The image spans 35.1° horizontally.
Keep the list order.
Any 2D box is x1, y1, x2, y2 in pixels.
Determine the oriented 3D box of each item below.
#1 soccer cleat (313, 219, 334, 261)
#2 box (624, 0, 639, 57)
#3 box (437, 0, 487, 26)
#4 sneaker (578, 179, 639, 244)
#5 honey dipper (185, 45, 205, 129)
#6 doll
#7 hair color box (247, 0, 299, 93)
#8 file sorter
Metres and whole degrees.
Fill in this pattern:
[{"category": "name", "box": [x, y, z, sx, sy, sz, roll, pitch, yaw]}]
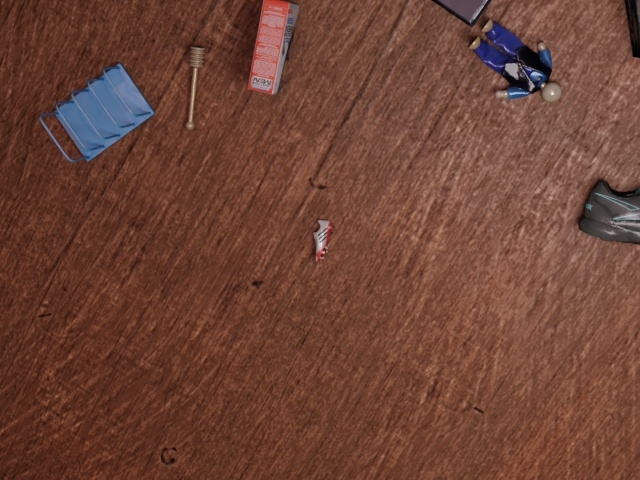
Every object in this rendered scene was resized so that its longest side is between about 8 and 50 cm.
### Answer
[{"category": "soccer cleat", "box": [0.000, 0.000, 1.956, 0.036, 0.029, 0.083, 19, 100, 14]}, {"category": "box", "box": [0.544, -0.421, 1.708, 0.051, 0.175, 0.220, -9, 99, 13]}, {"category": "box", "box": [0.225, -0.454, 1.765, 0.158, 0.156, 0.093, 35, 103, 1]}, {"category": "sneaker", "box": [0.603, -0.035, 1.810, 0.267, 0.101, 0.106, 13, 100, 7]}, {"category": "honey dipper", "box": [-0.245, -0.291, 1.941, 0.030, 0.030, 0.160, 11, 105, 7]}, {"category": "doll", "box": [0.355, -0.312, 1.827, 0.189, 0.046, 0.129, 36, 95, -5]}, {"category": "hair color box", "box": [-0.086, -0.358, 1.868, 0.053, 0.093, 0.167, 14, 103, 7]}, {"category": "file sorter", "box": [-0.430, -0.242, 1.942, 0.170, 0.104, 0.118, -33, 94, 13]}]
